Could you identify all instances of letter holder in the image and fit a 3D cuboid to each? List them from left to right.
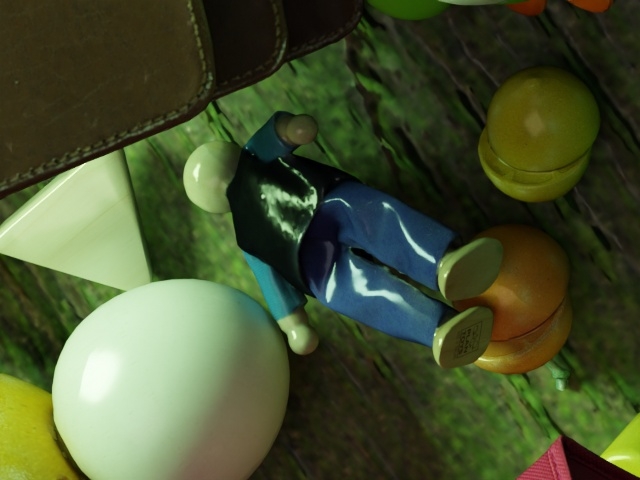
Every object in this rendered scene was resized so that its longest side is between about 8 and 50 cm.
[{"bbox_3d":[-0.112,-0.197,0.853,0.214,0.152,0.302,-22,98,-1],"label":"letter holder"}]

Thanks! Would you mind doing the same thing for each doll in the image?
[{"bbox_3d":[0.000,0.000,0.942,0.189,0.046,0.129,29,128,36],"label":"doll"}]

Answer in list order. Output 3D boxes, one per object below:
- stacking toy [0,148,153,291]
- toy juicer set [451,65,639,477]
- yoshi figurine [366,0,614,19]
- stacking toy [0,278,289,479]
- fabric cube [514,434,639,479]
[{"bbox_3d":[-0.222,-0.101,1.032,0.279,0.130,0.309,-2,112,-3],"label":"stacking toy"},{"bbox_3d":[0.179,-0.026,0.867,0.209,0.089,0.329,46,129,18],"label":"toy juicer set"},{"bbox_3d":[0.051,-0.196,0.731,0.362,0.203,0.203,139,117,-68],"label":"yoshi figurine"},{"bbox_3d":[-0.213,0.185,1.020,0.480,0.350,0.350,-38,90,15],"label":"stacking toy"},{"bbox_3d":[0.130,0.291,0.845,0.259,0.254,0.258,28,124,-26],"label":"fabric cube"}]
